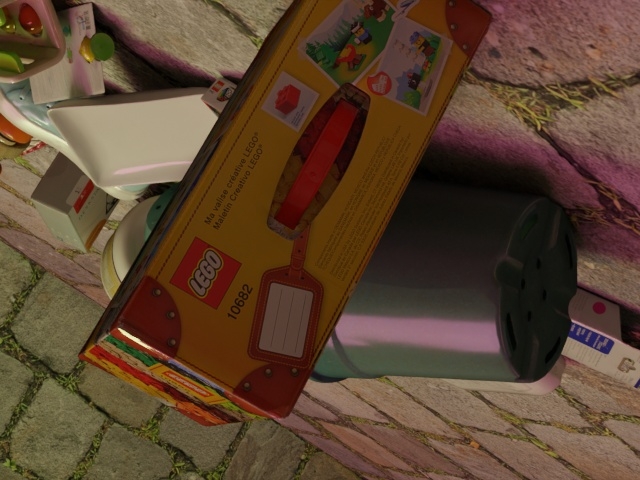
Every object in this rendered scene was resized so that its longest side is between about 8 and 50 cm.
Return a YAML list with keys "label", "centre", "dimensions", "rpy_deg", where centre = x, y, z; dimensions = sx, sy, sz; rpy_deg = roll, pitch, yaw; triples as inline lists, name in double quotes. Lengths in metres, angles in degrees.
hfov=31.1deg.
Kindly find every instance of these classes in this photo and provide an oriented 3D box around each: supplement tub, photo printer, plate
- label: "supplement tub"
  centre: [-0.338, 0.048, 2.440]
  dimensions: [0.241, 0.241, 0.331]
  rpy_deg: [32, 162, -10]
- label: "photo printer"
  centre: [0.280, 0.197, 2.119]
  dimensions: [0.256, 0.107, 0.307]
  rpy_deg: [29, 164, -23]
- label: "plate"
  centre: [-0.275, -0.175, 1.898]
  dimensions: [0.277, 0.045, 0.278]
  rpy_deg: [-6, 156, 6]

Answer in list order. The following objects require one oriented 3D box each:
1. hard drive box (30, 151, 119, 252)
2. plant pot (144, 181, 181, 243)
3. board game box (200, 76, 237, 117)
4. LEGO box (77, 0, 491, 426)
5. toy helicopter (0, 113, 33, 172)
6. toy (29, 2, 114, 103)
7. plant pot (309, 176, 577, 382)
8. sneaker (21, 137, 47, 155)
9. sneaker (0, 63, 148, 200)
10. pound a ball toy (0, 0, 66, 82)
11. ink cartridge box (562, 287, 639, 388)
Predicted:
- label: "hard drive box"
  centre: [-0.489, -0.101, 2.355]
  dimensions: [0.089, 0.181, 0.232]
  rpy_deg: [26, 163, 8]
- label: "plant pot"
  centre: [-0.181, 0.015, 2.077]
  dimensions: [0.293, 0.293, 0.235]
  rpy_deg: [11, 139, 43]
- label: "board game box"
  centre: [-0.039, -0.113, 1.774]
  dimensions: [0.193, 0.053, 0.305]
  rpy_deg: [35, 171, 44]
- label: "LEGO box"
  centre: [-0.054, -0.048, 1.322]
  dimensions: [0.193, 0.500, 0.372]
  rpy_deg: [31, 162, -10]
- label: "toy helicopter"
  centre: [-0.683, -0.280, 2.104]
  dimensions: [0.355, 0.140, 0.235]
  rpy_deg: [37, -161, -25]
- label: "toy"
  centre: [-0.396, -0.296, 1.832]
  dimensions: [0.056, 0.136, 0.237]
  rpy_deg: [-13, -171, -36]
- label: "plant pot"
  centre: [0.160, 0.056, 1.621]
  dimensions: [0.334, 0.341, 0.341]
  rpy_deg: [6, 152, 35]
- label: "sneaker"
  centre: [-0.607, -0.233, 2.291]
  dimensions: [0.299, 0.121, 0.112]
  rpy_deg: [0, 117, 43]
- label: "sneaker"
  centre: [-0.425, -0.233, 2.041]
  dimensions: [0.366, 0.135, 0.150]
  rpy_deg: [37, 134, -16]
- label: "pound a ball toy"
  centre: [-0.517, -0.371, 1.788]
  dimensions: [0.319, 0.136, 0.208]
  rpy_deg: [14, 129, 43]
- label: "ink cartridge box"
  centre: [0.364, 0.116, 1.864]
  dimensions: [0.371, 0.069, 0.175]
  rpy_deg: [27, 162, 14]
